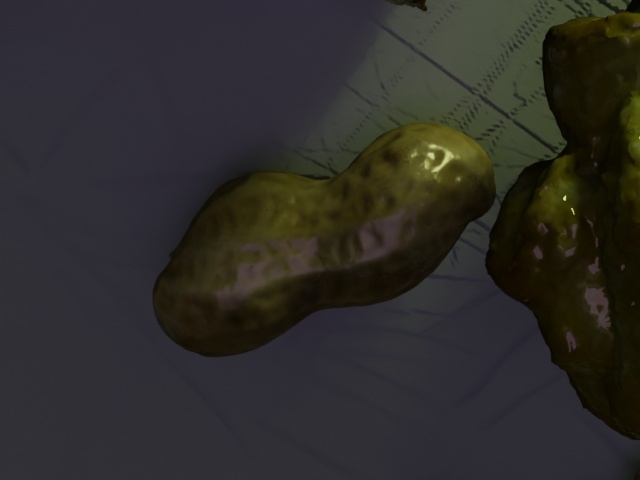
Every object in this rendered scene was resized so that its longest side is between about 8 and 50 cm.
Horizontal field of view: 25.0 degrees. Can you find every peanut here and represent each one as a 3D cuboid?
[{"bbox_3d":[-0.001,-0.002,0.746,0.192,0.089,0.089,-21,108,7],"label":"peanut"}]

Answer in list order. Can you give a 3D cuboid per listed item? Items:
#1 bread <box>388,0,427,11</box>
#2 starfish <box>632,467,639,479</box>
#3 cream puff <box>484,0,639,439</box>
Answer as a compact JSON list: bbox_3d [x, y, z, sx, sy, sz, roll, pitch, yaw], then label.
[{"bbox_3d":[0.023,-0.153,0.691,0.083,0.077,0.070,18,100,-3],"label":"bread"},{"bbox_3d":[0.141,0.233,0.834,0.277,0.062,0.236,4,110,4],"label":"starfish"},{"bbox_3d":[0.194,-0.018,0.660,0.196,0.244,0.244,12,115,33],"label":"cream puff"}]
